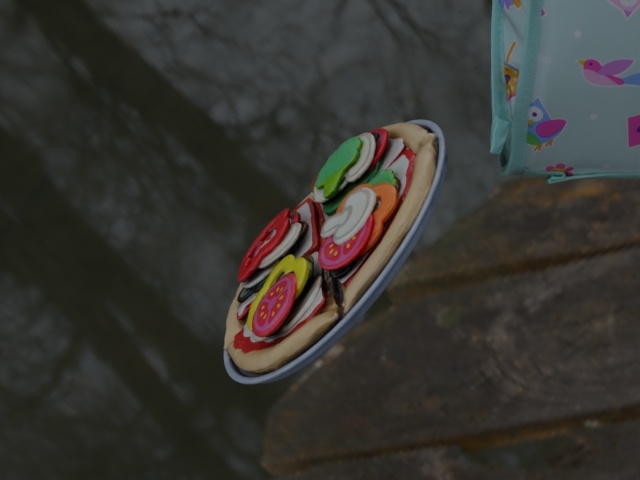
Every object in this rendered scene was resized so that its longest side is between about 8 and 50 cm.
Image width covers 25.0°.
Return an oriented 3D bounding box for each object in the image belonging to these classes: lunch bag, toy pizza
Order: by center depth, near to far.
[{"bbox_3d":[0.000,0.000,0.892,0.201,0.032,0.201,-44,20,21],"label":"toy pizza"},{"bbox_3d":[0.228,-0.166,0.964,0.223,0.262,0.160,-1,17,-4],"label":"lunch bag"}]
